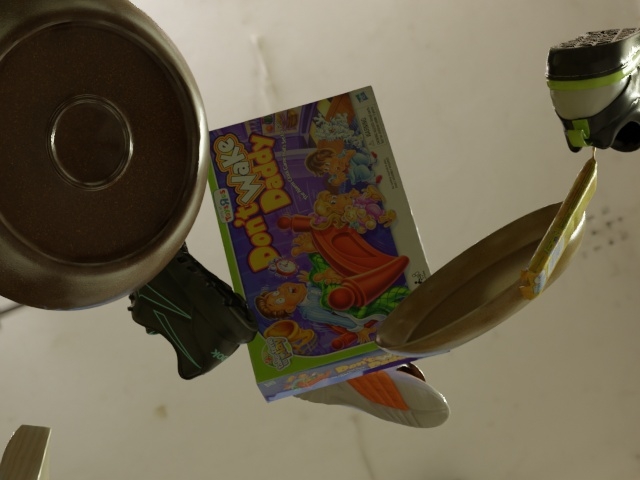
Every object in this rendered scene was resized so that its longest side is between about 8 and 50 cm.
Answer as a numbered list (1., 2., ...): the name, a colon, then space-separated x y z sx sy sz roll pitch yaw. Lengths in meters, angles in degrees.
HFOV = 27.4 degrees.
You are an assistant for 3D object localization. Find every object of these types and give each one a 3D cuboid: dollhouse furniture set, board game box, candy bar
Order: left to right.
1. dollhouse furniture set: -0.549 0.397 1.834 0.286 0.303 0.198 -89 -174 -54
2. board game box: 0.000 0.000 1.618 0.078 0.233 0.347 73 1 -64
3. candy bar: 0.206 -0.014 1.114 0.018 0.161 0.040 19 -35 23

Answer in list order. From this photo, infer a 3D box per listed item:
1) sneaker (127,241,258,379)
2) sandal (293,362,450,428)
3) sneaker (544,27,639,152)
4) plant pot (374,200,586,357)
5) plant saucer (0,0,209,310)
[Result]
1. sneaker: -0.189 0.040 1.488 0.267 0.106 0.101 48 12 21
2. sandal: 0.055 0.172 1.724 0.265 0.076 0.102 9 -42 31
3. sneaker: 0.242 -0.122 1.075 0.084 0.234 0.097 0 -77 35
4. plant pot: 0.156 0.042 1.245 0.032 0.236 0.236 54 -9 -7
5. plant saucer: -0.222 -0.089 1.209 0.050 0.310 0.311 1 -67 53
